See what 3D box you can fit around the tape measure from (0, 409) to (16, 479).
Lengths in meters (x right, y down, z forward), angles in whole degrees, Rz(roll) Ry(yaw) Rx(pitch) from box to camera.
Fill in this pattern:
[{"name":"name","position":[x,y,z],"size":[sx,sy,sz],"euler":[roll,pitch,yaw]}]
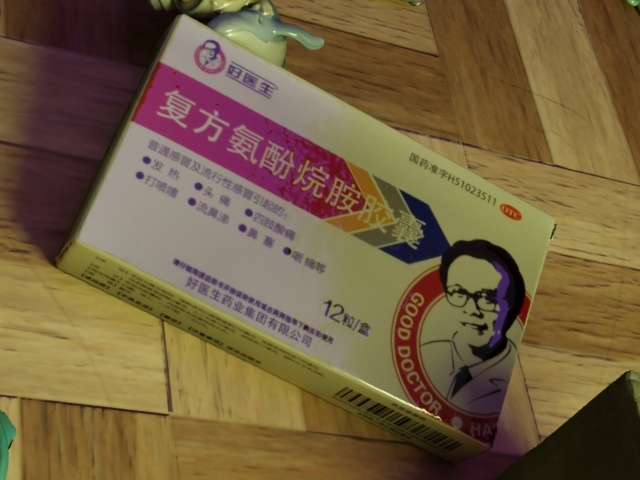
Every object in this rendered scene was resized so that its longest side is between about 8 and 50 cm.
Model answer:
[{"name":"tape measure","position":[-0.252,0.130,0.878],"size":[0.125,0.081,0.146],"euler":[30,44,-6]}]

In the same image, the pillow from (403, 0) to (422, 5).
[{"name":"pillow","position":[0.008,-0.328,1.407],"size":[0.255,0.059,0.169],"euler":[9,78,-32]}]

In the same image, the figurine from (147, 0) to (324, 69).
[{"name":"figurine","position":[-0.079,-0.212,1.225],"size":[0.208,0.128,0.184],"euler":[-95,165,-56]}]

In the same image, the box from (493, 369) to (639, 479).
[{"name":"box","position":[0.213,0.220,1.014],"size":[0.155,0.231,0.149],"euler":[13,49,-24]}]

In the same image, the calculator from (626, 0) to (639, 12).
[{"name":"calculator","position":[0.404,-0.276,1.704],"size":[0.153,0.021,0.095],"euler":[6,53,-32]}]

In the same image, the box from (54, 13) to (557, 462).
[{"name":"box","position":[0.000,0.000,1.129],"size":[0.353,0.069,0.214],"euler":[28,62,-15]}]
